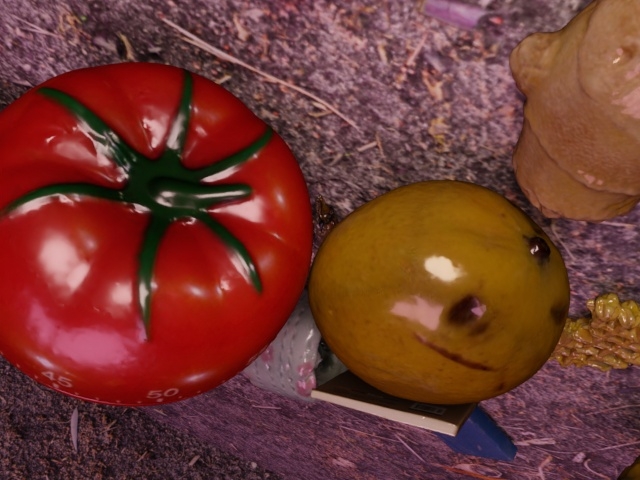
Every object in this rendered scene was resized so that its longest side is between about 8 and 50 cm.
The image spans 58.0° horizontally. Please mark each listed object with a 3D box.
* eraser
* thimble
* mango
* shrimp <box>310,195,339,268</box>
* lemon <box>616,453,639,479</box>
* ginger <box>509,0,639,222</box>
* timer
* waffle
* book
[{"bbox_3d":[0.271,0.365,1.185,0.144,0.042,0.312,-9,135,44],"label":"eraser"},{"bbox_3d":[-0.029,0.177,1.000,0.150,0.185,0.211,8,179,27],"label":"thimble"},{"bbox_3d":[0.129,0.097,0.733,0.302,0.220,0.445,11,151,0],"label":"mango"},{"bbox_3d":[0.000,0.000,0.847,0.101,0.042,0.190,23,149,16],"label":"shrimp"},{"bbox_3d":[0.595,0.440,0.818,0.388,0.349,0.349,17,147,4],"label":"lemon"},{"bbox_3d":[0.264,-0.131,0.417,0.190,0.126,0.354,40,143,-4],"label":"ginger"},{"bbox_3d":[-0.199,-0.005,0.656,0.378,0.377,0.279,31,144,-10],"label":"timer"},{"bbox_3d":[0.356,0.122,0.779,0.149,0.051,0.194,40,149,-22],"label":"waffle"},{"bbox_3d":[0.146,0.238,0.936,0.217,0.021,0.310,7,-178,25],"label":"book"}]
